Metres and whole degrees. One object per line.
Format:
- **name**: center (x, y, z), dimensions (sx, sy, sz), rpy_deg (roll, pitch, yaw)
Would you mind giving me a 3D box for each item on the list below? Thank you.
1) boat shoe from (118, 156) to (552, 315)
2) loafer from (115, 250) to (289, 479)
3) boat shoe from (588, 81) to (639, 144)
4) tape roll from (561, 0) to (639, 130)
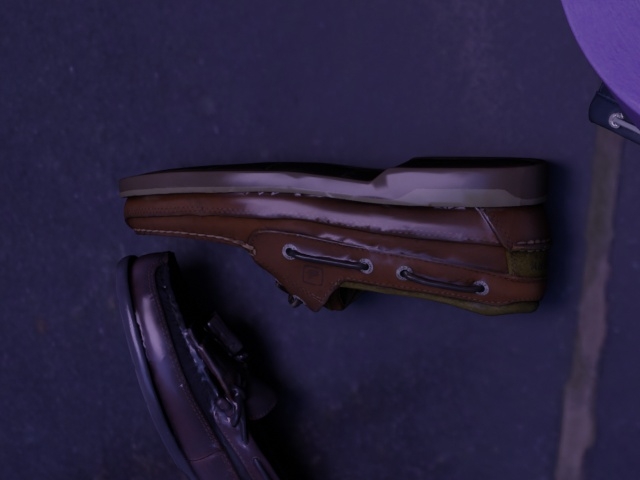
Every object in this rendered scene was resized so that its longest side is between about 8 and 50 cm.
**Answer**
- **boat shoe**: center (0.000, 0.000, 0.941), dimensions (0.307, 0.110, 0.104), rpy_deg (2, 99, 26)
- **loafer**: center (-0.055, 0.141, 1.013), dimensions (0.095, 0.109, 0.302), rpy_deg (-18, 97, 9)
- **boat shoe**: center (0.268, -0.032, 0.812), dimensions (0.254, 0.095, 0.079), rpy_deg (37, 111, 18)
- **tape roll**: center (0.266, -0.160, 0.741), dimensions (0.274, 0.090, 0.275), rpy_deg (-5, 77, 22)
